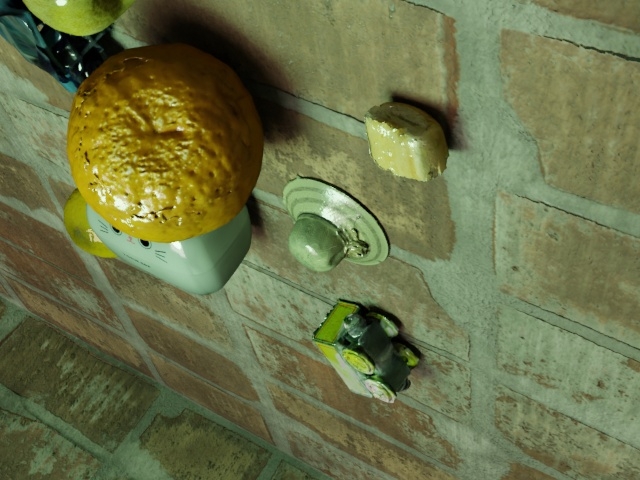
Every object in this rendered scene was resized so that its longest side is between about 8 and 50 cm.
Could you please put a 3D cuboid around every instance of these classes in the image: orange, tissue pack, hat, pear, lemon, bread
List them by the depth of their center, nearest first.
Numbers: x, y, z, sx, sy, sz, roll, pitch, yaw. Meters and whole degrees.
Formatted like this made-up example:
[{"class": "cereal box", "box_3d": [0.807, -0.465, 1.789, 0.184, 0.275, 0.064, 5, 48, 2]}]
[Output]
[{"class": "pear", "box_3d": [-0.367, -0.436, 1.415, 0.211, 0.228, 0.188, 49, -164, 14]}, {"class": "bread", "box_3d": [0.135, -0.154, 1.430, 0.125, 0.082, 0.106, 30, 145, 35]}, {"class": "orange", "box_3d": [-0.262, -0.164, 1.614, 0.340, 0.340, 0.293, 37, 178, -2]}, {"class": "hat", "box_3d": [0.000, 0.000, 1.814, 0.252, 0.110, 0.252, 28, 154, 15]}, {"class": "tissue pack", "box_3d": [-0.321, -0.053, 1.971, 0.333, 0.229, 0.236, 24, 152, 22]}, {"class": "lemon", "box_3d": [-0.511, -0.054, 2.255, 0.257, 0.188, 0.188, 23, 151, 29]}]

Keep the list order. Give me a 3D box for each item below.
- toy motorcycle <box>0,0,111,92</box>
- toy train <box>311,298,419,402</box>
[{"class": "toy motorcycle", "box_3d": [-0.502, -0.406, 1.702, 0.232, 0.172, 0.416, 27, 162, 32]}, {"class": "toy train", "box_3d": [0.101, 0.251, 2.085, 0.177, 0.134, 0.261, 9, 144, 43]}]
